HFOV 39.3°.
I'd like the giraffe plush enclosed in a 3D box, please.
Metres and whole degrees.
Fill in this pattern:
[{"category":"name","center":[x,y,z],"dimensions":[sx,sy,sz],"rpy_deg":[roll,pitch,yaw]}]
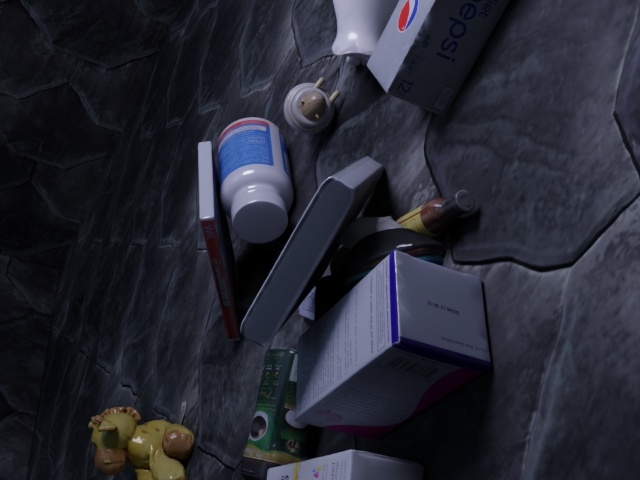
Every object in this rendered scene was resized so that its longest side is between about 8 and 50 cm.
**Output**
[{"category":"giraffe plush","center":[-0.339,0.376,1.640],"dimensions":[0.181,0.171,0.210],"rpy_deg":[-51,31,42]}]

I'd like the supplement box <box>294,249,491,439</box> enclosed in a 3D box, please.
[{"category":"supplement box","center":[0.070,0.120,0.965],"dimensions":[0.220,0.111,0.114],"rpy_deg":[-47,34,46]}]

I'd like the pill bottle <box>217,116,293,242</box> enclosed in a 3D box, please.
[{"category":"pill bottle","center":[-0.111,-0.101,1.523],"dimensions":[0.124,0.124,0.221],"rpy_deg":[-57,26,33]}]

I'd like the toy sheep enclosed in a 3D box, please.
[{"category":"toy sheep","center":[-0.018,-0.214,1.452],"dimensions":[0.132,0.091,0.091],"rpy_deg":[163,123,-80]}]

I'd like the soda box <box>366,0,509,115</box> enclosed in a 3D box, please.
[{"category":"soda box","center":[0.167,-0.303,1.076],"dimensions":[0.286,0.091,0.098],"rpy_deg":[-62,26,24]}]

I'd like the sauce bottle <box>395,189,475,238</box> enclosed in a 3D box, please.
[{"category":"sauce bottle","center":[0.129,-0.024,1.026],"dimensions":[0.128,0.042,0.042],"rpy_deg":[-29,48,59]}]

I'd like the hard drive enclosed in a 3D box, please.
[{"category":"hard drive","center":[0.000,0.000,1.102],"dimensions":[0.203,0.040,0.307],"rpy_deg":[-60,-4,13]}]

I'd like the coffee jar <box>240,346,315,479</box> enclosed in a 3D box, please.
[{"category":"coffee jar","center":[-0.046,0.238,1.187],"dimensions":[0.096,0.079,0.184],"rpy_deg":[-13,61,61]}]

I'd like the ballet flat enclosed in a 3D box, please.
[{"category":"ballet flat","center":[0.052,0.030,1.051],"dimensions":[0.280,0.095,0.096],"rpy_deg":[134,131,-57]}]

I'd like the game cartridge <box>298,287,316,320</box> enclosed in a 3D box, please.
[{"category":"game cartridge","center":[-0.006,0.087,1.288],"dimensions":[0.083,0.017,0.056],"rpy_deg":[12,88,67]}]

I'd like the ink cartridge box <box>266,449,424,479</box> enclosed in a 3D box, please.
[{"category":"ink cartridge box","center":[0.014,0.320,0.973],"dimensions":[0.212,0.093,0.154],"rpy_deg":[-35,44,58]}]

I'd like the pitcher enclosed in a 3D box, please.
[{"category":"pitcher","center":[0.068,-0.367,1.337],"dimensions":[0.178,0.126,0.207],"rpy_deg":[-136,54,-82]}]

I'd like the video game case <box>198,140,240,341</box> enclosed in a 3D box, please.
[{"category":"video game case","center":[-0.171,0.004,1.526],"dimensions":[0.204,0.025,0.285],"rpy_deg":[-100,2,-48]}]
